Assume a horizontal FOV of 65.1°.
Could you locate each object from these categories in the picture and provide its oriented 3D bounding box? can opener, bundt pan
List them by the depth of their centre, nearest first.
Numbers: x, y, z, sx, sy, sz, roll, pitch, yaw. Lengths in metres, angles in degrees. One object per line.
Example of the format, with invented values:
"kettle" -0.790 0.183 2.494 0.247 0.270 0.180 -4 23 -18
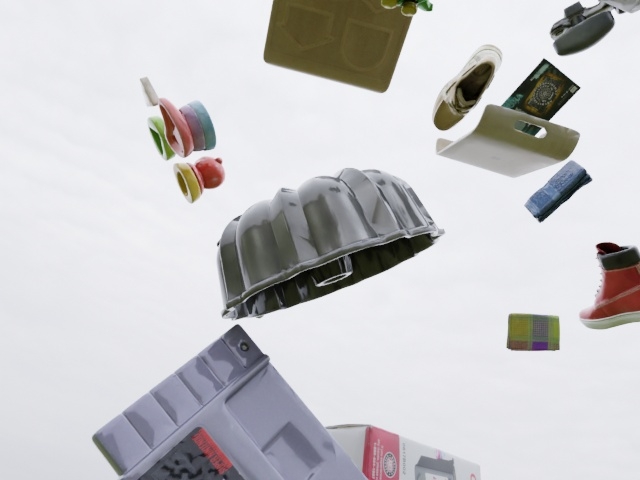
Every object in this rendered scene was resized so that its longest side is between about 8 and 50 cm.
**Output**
"bundt pan" 0.000 0.000 0.720 0.331 0.124 0.331 -19 -12 -4
"can opener" 0.562 -0.425 0.902 0.284 0.095 0.076 -21 -16 26

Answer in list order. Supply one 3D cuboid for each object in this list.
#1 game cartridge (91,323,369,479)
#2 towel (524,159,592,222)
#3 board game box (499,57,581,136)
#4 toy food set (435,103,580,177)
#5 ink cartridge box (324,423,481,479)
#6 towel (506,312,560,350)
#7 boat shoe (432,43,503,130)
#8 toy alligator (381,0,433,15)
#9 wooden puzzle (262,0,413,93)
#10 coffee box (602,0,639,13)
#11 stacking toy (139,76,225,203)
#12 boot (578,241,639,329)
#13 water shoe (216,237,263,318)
"game cartridge" -0.073 0.301 0.603 0.355 0.230 0.068 49 -45 5
"towel" 0.430 -0.089 0.914 0.029 0.067 0.119 33 -65 -18
"board game box" 0.572 -0.370 1.334 0.126 0.026 0.186 42 -73 2
"toy food set" 0.433 -0.242 1.211 0.220 0.092 0.306 16 -5 -6
"ink cartridge box" 0.130 0.449 0.816 0.306 0.226 0.131 29 -38 -31
"towel" 0.336 0.145 0.792 0.084 0.060 0.009 1 -3 -1
"boat shoe" 0.410 -0.419 1.451 0.109 0.098 0.302 30 -37 -4
"toy alligator" 0.119 -0.433 0.847 0.190 0.056 0.051 12 -9 -20
"wooden puzzle" 0.052 -0.543 1.172 0.323 0.080 0.347 13 -49 -7
"coffee box" 0.510 -0.503 0.760 0.098 0.246 0.141 6 -6 -25
"stacking toy" -0.364 -0.291 1.379 0.279 0.131 0.308 53 -27 23
"boot" 0.621 0.095 1.087 0.176 0.089 0.244 60 -17 11
"water shoe" -0.177 0.082 1.108 0.073 0.080 0.202 8 -68 63
